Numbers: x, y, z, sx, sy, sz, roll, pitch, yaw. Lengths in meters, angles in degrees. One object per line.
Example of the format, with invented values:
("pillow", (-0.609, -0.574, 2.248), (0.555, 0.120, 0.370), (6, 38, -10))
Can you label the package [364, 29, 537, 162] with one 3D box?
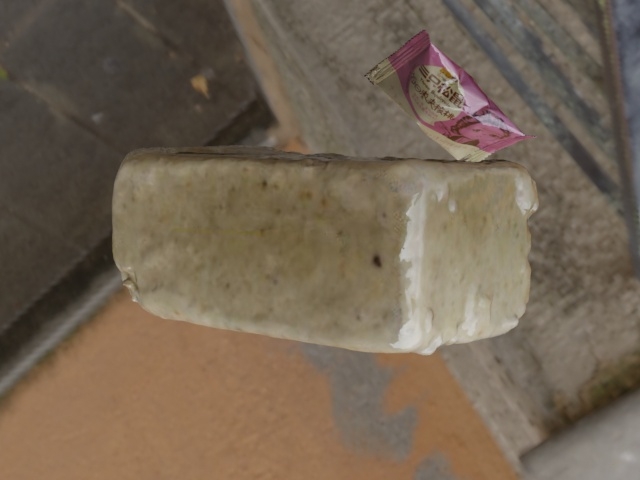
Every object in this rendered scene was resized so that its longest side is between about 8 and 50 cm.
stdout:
("package", (0.067, -0.071, 0.696), (0.083, 0.029, 0.059), (39, 148, -16))

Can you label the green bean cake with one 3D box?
("green bean cake", (0.000, 0.000, 0.612), (0.109, 0.179, 0.085), (-5, 98, -54))
